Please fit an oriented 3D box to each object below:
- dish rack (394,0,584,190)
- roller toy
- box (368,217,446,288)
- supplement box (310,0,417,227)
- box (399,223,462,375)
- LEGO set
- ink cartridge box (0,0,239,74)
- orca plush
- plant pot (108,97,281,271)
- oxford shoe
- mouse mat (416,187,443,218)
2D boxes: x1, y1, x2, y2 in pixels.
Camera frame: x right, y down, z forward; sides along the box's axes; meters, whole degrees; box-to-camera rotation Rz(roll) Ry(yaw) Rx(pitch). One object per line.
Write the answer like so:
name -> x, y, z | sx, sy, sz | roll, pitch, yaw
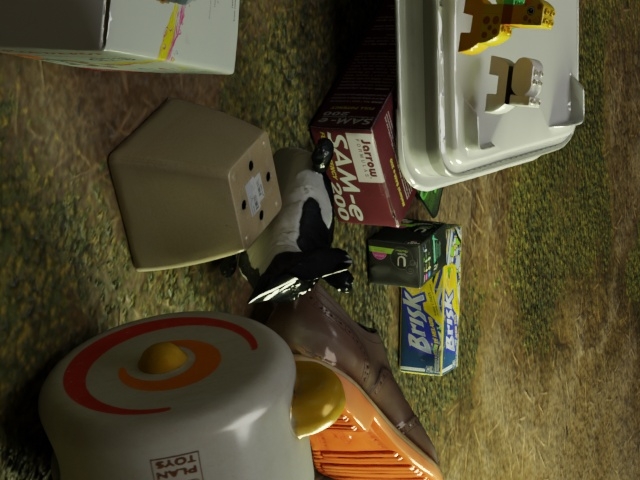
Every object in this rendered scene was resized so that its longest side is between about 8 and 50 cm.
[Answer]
dish rack -> 0.187, -0.227, 1.650 | 0.285, 0.072, 0.332 | -17, 109, -46
roller toy -> -0.104, 0.142, 1.188 | 0.191, 0.209, 0.146 | -33, 125, -43
box -> 0.095, 0.013, 1.757 | 0.083, 0.062, 0.052 | -37, 128, -58
supplement box -> 0.076, -0.140, 1.676 | 0.239, 0.073, 0.130 | -62, 146, -42
box -> 0.126, 0.066, 1.843 | 0.059, 0.054, 0.169 | -17, 109, -64
LEGO set -> 0.194, -0.233, 1.529 | 0.087, 0.093, 0.227 | 3, 94, -49
ink cartridge box -> -0.150, -0.185, 1.111 | 0.176, 0.128, 0.127 | 1, 93, -64
orca plush -> 0.000, 0.000, 1.373 | 0.151, 0.102, 0.287 | -55, -166, 1
plant pot -> -0.093, -0.043, 1.299 | 0.109, 0.096, 0.109 | -53, 140, -50
oxford shoe -> 0.046, 0.157, 1.608 | 0.363, 0.130, 0.132 | 53, 41, -55
mouse mat -> 0.132, -0.139, 1.878 | 0.152, 0.007, 0.189 | 51, 50, -57
